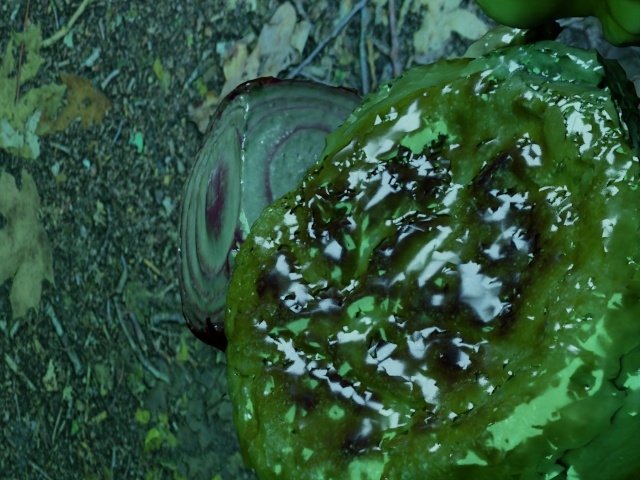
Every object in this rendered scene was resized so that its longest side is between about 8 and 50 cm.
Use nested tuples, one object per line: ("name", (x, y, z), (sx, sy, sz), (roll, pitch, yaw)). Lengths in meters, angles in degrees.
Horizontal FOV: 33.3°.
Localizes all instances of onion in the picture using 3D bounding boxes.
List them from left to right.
("onion", (-0.001, 0.001, 0.854), (0.207, 0.206, 0.216), (154, 124, -66))

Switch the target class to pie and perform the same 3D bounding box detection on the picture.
("pie", (0.072, 0.035, 0.628), (0.288, 0.103, 0.355), (-23, 57, 29))

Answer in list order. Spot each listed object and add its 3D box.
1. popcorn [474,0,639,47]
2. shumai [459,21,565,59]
("popcorn", (0.195, -0.289, 0.627), (0.293, 0.292, 0.334), (-32, 64, 32))
("shumai", (0.133, -0.092, 0.774), (0.139, 0.105, 0.123), (-20, 67, 16))
